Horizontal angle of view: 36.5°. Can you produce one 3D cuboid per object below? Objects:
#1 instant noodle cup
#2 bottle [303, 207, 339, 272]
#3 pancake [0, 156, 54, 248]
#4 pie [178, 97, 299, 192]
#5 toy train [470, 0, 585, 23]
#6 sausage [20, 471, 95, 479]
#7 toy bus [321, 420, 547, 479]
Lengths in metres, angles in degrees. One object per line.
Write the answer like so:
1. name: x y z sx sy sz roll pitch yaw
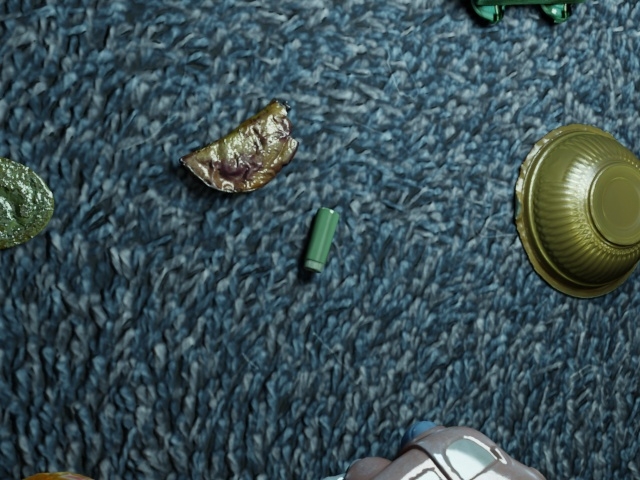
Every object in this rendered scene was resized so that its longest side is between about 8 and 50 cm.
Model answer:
1. instant noodle cup: 0.424 -0.050 1.455 0.274 0.091 0.274 2 85 -27
2. bottle: 0.000 0.000 1.270 0.030 0.030 0.083 21 79 -24
3. pancake: -0.358 -0.044 1.099 0.108 0.017 0.108 2 87 -27
4. pie: -0.089 -0.112 1.230 0.170 0.034 0.092 -40 100 -24
5. toy train: 0.304 -0.408 1.423 0.248 0.101 0.159 -7 74 -27
6. sausage: -0.243 0.370 0.980 0.233 0.287 0.233 1 87 -27
7. toy bus: 0.142 0.354 1.223 0.294 0.197 0.231 -25 69 -29
